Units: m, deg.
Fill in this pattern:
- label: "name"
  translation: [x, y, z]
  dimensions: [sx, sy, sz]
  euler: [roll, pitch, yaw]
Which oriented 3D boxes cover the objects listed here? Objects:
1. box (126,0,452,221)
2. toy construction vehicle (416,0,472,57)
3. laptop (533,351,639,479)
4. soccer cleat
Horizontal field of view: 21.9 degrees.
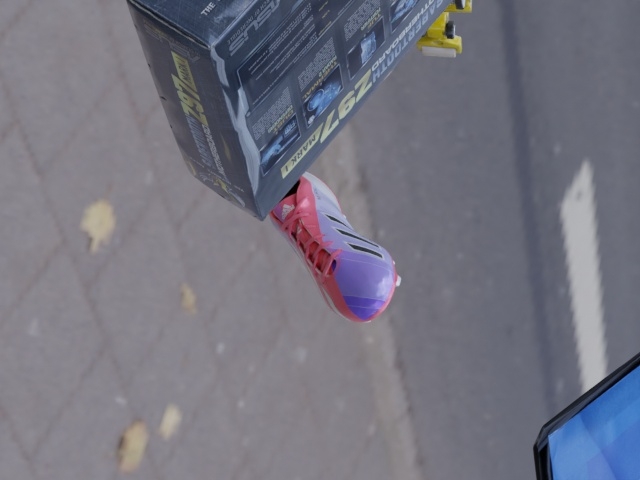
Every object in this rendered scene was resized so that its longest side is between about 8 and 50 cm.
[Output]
- label: "box"
  translation: [0.009, -0.144, 0.851]
  dimensions: [0.232, 0.059, 0.183]
  euler: [-50, 159, -15]
- label: "toy construction vehicle"
  translation: [0.052, -0.148, 1.009]
  dimensions: [0.098, 0.086, 0.035]
  euler: [61, 34, -67]
- label: "laptop"
  translation: [0.276, 0.182, 1.045]
  dimensions: [0.136, 0.264, 0.234]
  euler: [-77, 159, -68]
- label: "soccer cleat"
  translation: [0.000, 0.000, 1.633]
  dimensions: [0.095, 0.248, 0.083]
  euler: [32, 104, -31]
